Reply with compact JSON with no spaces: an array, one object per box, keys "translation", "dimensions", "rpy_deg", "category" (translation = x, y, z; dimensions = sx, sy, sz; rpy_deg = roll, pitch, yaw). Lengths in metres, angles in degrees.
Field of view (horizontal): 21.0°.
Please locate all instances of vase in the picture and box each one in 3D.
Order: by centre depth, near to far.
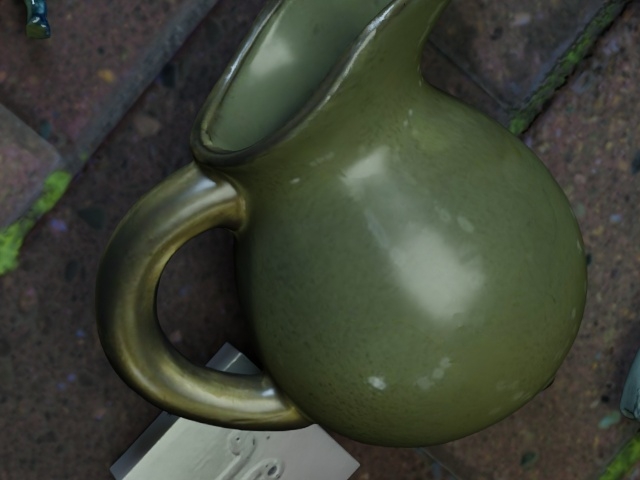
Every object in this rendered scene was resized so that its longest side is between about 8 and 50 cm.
[{"translation":[0.000,0.000,1.167],"dimensions":[0.329,0.241,0.302],"rpy_deg":[-31,117,-3],"category":"vase"}]

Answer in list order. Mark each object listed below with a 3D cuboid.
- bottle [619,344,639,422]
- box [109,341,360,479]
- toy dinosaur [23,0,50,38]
[{"translation":[0.322,0.030,1.358],"dimensions":[0.083,0.083,0.270],"rpy_deg":[26,89,-18],"category":"bottle"},{"translation":[-0.064,0.167,1.279],"dimensions":[0.129,0.051,0.130],"rpy_deg":[-47,108,-5],"category":"box"},{"translation":[-0.238,-0.230,1.160],"dimensions":[0.363,0.076,0.147],"rpy_deg":[14,74,-19],"category":"toy dinosaur"}]
